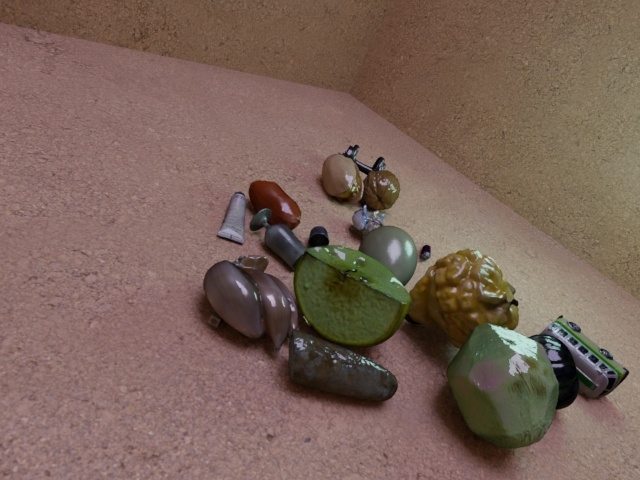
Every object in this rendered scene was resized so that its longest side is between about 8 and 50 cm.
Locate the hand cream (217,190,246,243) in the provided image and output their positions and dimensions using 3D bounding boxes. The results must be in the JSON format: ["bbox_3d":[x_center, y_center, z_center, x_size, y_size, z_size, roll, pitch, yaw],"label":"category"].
[{"bbox_3d":[-0.304,-0.086,1.769,0.095,0.059,0.276,20,33,-15],"label":"hand cream"}]

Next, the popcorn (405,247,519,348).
[{"bbox_3d":[0.454,0.206,1.625,0.349,0.381,0.349,33,43,-38],"label":"popcorn"}]

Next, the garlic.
[{"bbox_3d":[-0.187,0.149,1.361,0.278,0.132,0.325,18,21,-34],"label":"garlic"}]

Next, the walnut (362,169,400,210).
[{"bbox_3d":[0.289,-0.247,2.398,0.213,0.213,0.213,21,28,-12],"label":"walnut"}]

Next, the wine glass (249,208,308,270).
[{"bbox_3d":[-0.137,-0.001,1.712,0.231,0.103,0.103,44,32,23],"label":"wine glass"}]

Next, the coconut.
[{"bbox_3d":[0.499,0.390,1.375,0.328,0.281,0.329,8,70,-23],"label":"coconut"}]

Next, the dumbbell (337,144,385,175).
[{"bbox_3d":[0.215,-0.377,2.560,0.289,0.192,0.192,26,28,-4],"label":"dumbbell"}]

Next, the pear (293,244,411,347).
[{"bbox_3d":[0.100,0.165,1.520,0.342,0.239,0.318,28,15,13],"label":"pear"}]

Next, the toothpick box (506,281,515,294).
[{"bbox_3d":[0.605,0.217,1.913,0.308,0.188,0.190,-4,39,-50],"label":"toothpick box"}]

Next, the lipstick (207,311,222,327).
[{"bbox_3d":[-0.265,0.189,1.354,0.030,0.030,0.129,27,23,1],"label":"lipstick"}]

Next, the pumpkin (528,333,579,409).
[{"bbox_3d":[0.737,0.435,1.645,0.249,0.216,0.250,34,44,-39],"label":"pumpkin"}]

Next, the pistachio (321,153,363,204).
[{"bbox_3d":[0.098,-0.293,2.356,0.187,0.188,0.299,13,37,-24],"label":"pistachio"}]

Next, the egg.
[{"bbox_3d":[0.239,0.074,1.791,0.218,0.218,0.296,24,40,-5],"label":"egg"}]

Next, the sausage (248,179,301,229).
[{"bbox_3d":[-0.177,-0.133,1.877,0.258,0.133,0.133,46,33,24],"label":"sausage"}]

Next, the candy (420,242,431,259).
[{"bbox_3d":[0.469,0.052,2.205,0.043,0.045,0.175,18,26,7],"label":"candy"}]

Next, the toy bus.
[{"bbox_3d":[0.966,0.446,1.868,0.179,0.143,0.305,-7,43,-43],"label":"toy bus"}]

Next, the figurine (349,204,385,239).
[{"bbox_3d":[0.215,-0.065,2.105,0.184,0.128,0.208,43,27,23],"label":"figurine"}]

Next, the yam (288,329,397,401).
[{"bbox_3d":[0.053,0.337,1.285,0.330,0.133,0.133,22,28,-18],"label":"yam"}]

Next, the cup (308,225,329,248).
[{"bbox_3d":[0.000,0.000,1.871,0.100,0.078,0.077,55,15,-21],"label":"cup"}]
